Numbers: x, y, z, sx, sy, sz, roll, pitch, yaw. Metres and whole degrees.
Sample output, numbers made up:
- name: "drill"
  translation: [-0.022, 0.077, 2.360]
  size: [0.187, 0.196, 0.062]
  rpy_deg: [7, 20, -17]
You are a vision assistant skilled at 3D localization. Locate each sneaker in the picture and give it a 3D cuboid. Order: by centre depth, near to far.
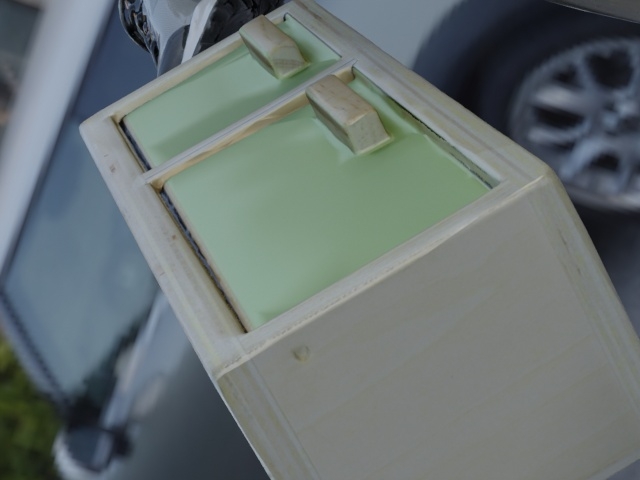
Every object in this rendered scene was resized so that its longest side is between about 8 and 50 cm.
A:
- name: "sneaker"
  translation: [-0.088, -0.145, 1.303]
  size: [0.271, 0.108, 0.100]
  rpy_deg: [-85, -21, -52]

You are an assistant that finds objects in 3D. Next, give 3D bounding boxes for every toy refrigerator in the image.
- name: "toy refrigerator"
  translation: [0.000, 0.000, 0.597]
  size: [0.102, 0.094, 0.269]
  rpy_deg: [-30, 21, -3]

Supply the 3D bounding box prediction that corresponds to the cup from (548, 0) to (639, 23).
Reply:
- name: "cup"
  translation: [0.037, -0.235, 0.622]
  size: [0.331, 0.237, 0.331]
  rpy_deg: [-179, 90, -85]
